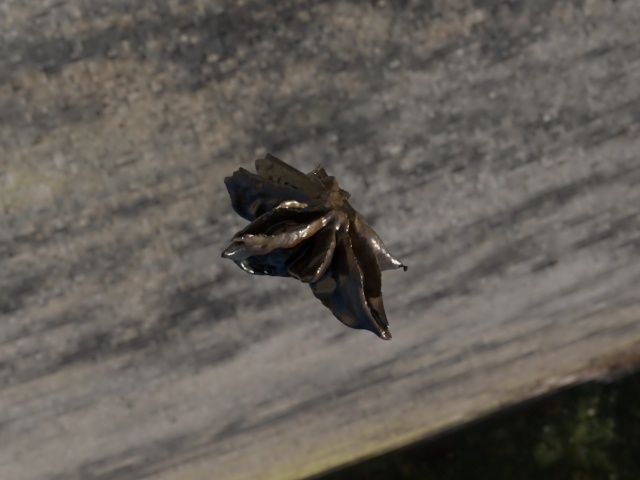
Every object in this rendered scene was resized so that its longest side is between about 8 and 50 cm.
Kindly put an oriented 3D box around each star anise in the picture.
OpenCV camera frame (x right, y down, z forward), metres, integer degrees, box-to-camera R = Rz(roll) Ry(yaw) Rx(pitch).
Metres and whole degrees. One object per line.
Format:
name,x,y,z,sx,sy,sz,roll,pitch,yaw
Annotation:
star anise,-0.003,-0.008,0.876,0.124,0.129,0.056,28,123,-19
